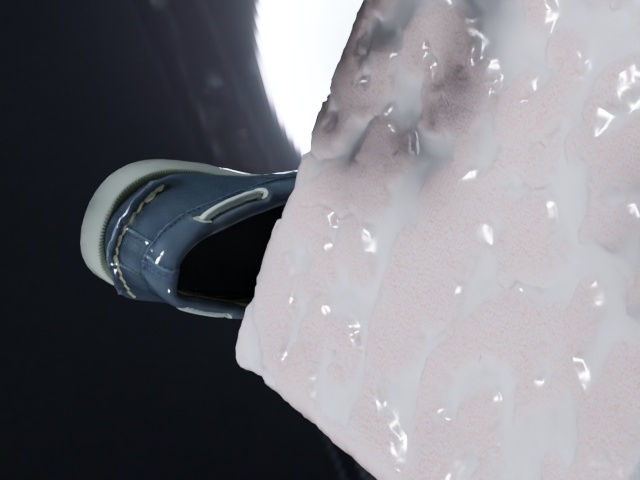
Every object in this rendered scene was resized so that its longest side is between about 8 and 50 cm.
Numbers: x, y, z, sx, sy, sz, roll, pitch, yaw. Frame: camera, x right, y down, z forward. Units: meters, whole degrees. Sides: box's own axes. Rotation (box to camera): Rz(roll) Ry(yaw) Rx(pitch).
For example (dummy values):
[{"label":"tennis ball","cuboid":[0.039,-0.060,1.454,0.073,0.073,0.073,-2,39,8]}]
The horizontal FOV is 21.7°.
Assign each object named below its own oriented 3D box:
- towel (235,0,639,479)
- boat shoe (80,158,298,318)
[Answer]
[{"label":"towel","cuboid":[0.111,-0.042,0.522,0.053,0.317,0.332,12,-74,-38]},{"label":"boat shoe","cuboid":[0.000,0.000,0.863,0.254,0.079,0.095,4,-70,-45]}]
